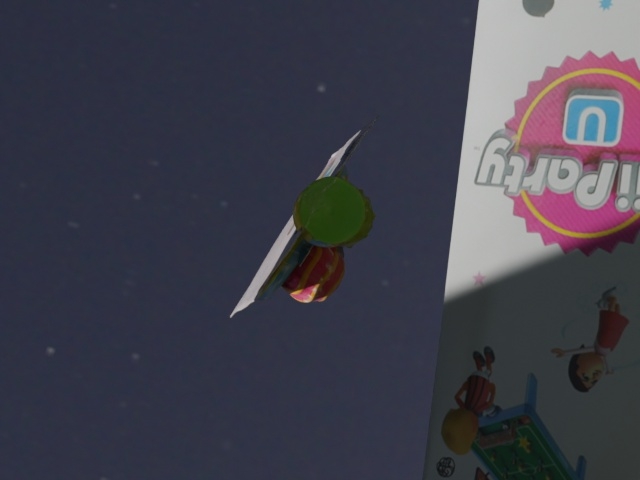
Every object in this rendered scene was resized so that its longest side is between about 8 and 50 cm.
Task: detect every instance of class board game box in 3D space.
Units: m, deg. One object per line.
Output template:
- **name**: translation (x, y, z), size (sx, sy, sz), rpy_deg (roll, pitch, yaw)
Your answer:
- **board game box**: translation (0.140, -0.037, 0.573), size (0.224, 0.097, 0.303), rpy_deg (5, -89, -56)

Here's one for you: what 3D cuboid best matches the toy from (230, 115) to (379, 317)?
- **toy**: translation (0.000, 0.000, 1.131), size (0.137, 0.056, 0.237), rpy_deg (-56, 0, -9)
